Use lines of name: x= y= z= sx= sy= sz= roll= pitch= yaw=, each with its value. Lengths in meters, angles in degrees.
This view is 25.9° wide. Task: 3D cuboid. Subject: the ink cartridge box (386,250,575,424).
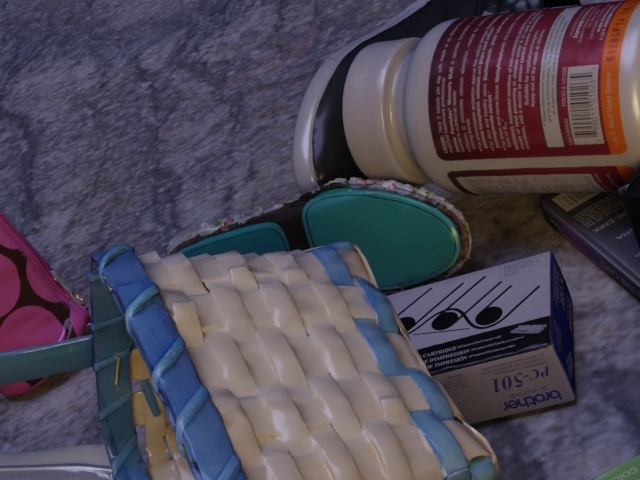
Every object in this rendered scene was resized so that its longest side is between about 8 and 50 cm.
ink cartridge box: x=0.051 y=0.076 z=0.854 sx=0.207 sy=0.046 sz=0.097 roll=-16 pitch=30 yaw=19

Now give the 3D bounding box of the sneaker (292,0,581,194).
sneaker: x=0.101 y=-0.126 z=1.071 sx=0.147 sy=0.104 sz=0.296 roll=-4 pitch=32 yaw=44

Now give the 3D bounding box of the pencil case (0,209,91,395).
pencil case: x=-0.264 y=0.013 z=1.048 sx=0.098 sy=0.209 sz=0.095 roll=-33 pitch=22 yaw=11

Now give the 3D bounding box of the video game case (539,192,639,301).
video game case: x=0.276 y=-0.014 z=0.836 sx=0.196 sy=0.026 sz=0.274 roll=-30 pitch=30 yaw=-4

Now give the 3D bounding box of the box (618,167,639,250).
box: x=0.334 y=-0.049 z=0.756 sx=0.216 sy=0.060 sz=0.270 roll=-42 pitch=33 yaw=-24

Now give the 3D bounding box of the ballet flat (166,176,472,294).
ballet flat: x=0.000 y=0.000 z=0.988 sx=0.241 sy=0.091 sz=0.077 roll=-7 pitch=10 yaw=25

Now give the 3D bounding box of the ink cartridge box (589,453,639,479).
ink cartridge box: x=0.184 y=0.178 z=0.470 sx=0.093 sy=0.154 sz=0.212 roll=-26 pitch=29 yaw=1

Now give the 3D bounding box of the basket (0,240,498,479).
basket: x=-0.077 y=0.131 z=0.673 sx=0.289 sy=0.201 sz=0.255 roll=-9 pitch=42 yaw=-19

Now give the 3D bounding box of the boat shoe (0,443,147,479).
boat shoe: x=-0.213 y=0.183 z=0.866 sx=0.227 sy=0.079 sz=0.081 roll=-12 pitch=28 yaw=19

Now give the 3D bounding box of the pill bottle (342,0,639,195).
pill bottle: x=0.132 y=-0.091 z=0.918 sx=0.221 sy=0.121 sz=0.121 roll=0 pitch=39 yaw=35
